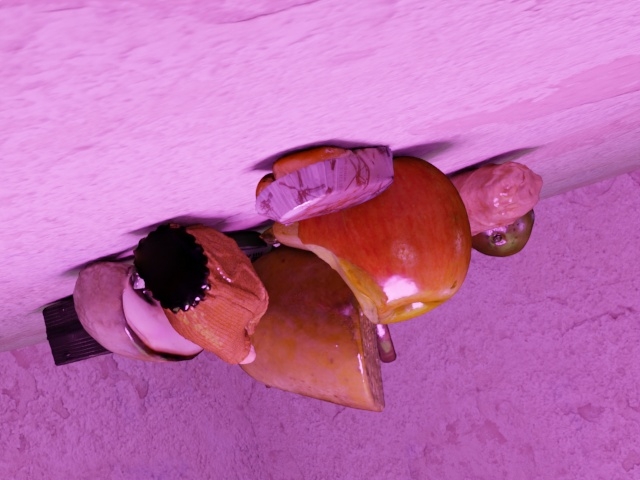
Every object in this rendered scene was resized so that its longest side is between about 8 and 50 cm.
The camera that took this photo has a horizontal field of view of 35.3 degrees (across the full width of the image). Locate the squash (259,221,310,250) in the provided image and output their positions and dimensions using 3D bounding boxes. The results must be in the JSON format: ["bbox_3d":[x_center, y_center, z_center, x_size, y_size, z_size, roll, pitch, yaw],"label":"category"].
[{"bbox_3d":[-0.030,-0.021,1.704,0.200,0.075,0.090,5,-135,41],"label":"squash"}]

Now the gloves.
[{"bbox_3d":[-0.168,0.078,1.541,0.155,0.203,0.356,-37,162,-8],"label":"gloves"}]

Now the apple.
[{"bbox_3d":[0.092,0.004,1.431,0.246,0.226,0.246,-16,174,-2],"label":"apple"}]

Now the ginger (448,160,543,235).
[{"bbox_3d":[0.287,-0.069,1.884,0.190,0.126,0.354,-20,175,-10],"label":"ginger"}]

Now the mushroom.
[{"bbox_3d":[-0.314,0.119,1.733,0.164,0.190,0.267,-3,-177,27],"label":"mushroom"}]

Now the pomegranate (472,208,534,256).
[{"bbox_3d":[0.418,-0.060,2.372,0.180,0.180,0.210,-17,-156,19],"label":"pomegranate"}]

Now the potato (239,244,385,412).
[{"bbox_3d":[-0.046,0.129,1.742,0.280,0.330,0.213,-6,163,15],"label":"potato"}]

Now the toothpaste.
[{"bbox_3d":[-0.186,0.023,1.744,0.099,0.061,0.392,-62,159,17],"label":"toothpaste"}]

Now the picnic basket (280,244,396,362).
[{"bbox_3d":[0.090,0.092,1.997,0.337,0.337,0.293,-16,176,0],"label":"picnic basket"}]

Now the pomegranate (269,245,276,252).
[{"bbox_3d":[-0.142,0.073,2.086,0.148,0.148,0.169,-18,178,27],"label":"pomegranate"}]

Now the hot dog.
[{"bbox_3d":[0.011,-0.073,1.226,0.131,0.069,0.252,-28,173,29],"label":"hot dog"}]

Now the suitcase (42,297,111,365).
[{"bbox_3d":[-0.421,0.161,2.187,0.335,0.152,0.229,-16,175,42],"label":"suitcase"}]
